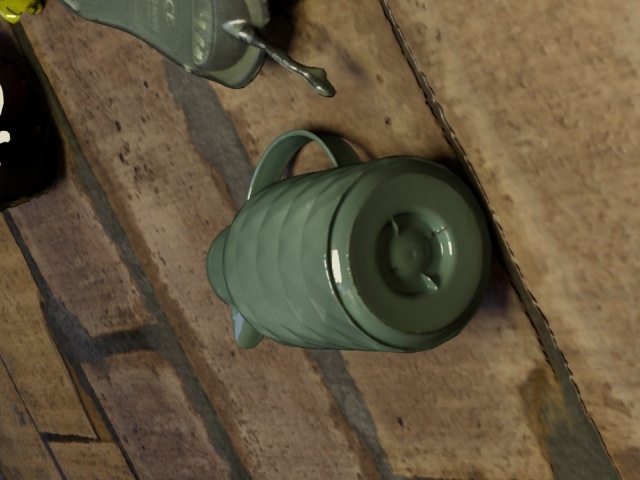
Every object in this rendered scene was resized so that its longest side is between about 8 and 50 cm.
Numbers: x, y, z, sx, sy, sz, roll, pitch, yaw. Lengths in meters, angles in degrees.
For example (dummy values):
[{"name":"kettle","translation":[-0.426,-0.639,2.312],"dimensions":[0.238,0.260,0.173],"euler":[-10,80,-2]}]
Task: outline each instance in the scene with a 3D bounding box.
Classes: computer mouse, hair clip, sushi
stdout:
[{"name":"computer mouse","translation":[-0.111,-0.220,1.221],"dimensions":[0.379,0.090,0.167],"euler":[38,145,26]},{"name":"hair clip","translation":[-0.285,-0.266,1.499],"dimensions":[0.072,0.046,0.173],"euler":[56,154,1]},{"name":"sushi","translation":[-0.409,-0.118,1.685],"dimensions":[0.213,0.200,0.204],"euler":[-14,96,55]}]

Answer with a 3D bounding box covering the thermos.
[{"name":"thermos","translation":[0.000,0.000,1.195],"dimensions":[0.286,0.145,0.182],"euler":[-2,82,60]}]
